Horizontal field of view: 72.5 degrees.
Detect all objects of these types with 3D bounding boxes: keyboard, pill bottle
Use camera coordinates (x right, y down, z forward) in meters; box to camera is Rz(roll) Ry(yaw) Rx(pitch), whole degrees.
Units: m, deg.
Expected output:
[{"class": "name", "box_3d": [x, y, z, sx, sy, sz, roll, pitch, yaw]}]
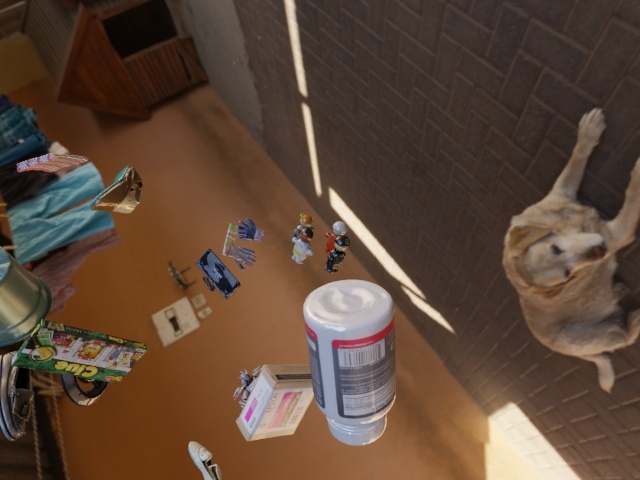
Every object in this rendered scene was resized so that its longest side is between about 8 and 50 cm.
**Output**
[{"class": "keyboard", "box_3d": [-0.370, 0.127, 1.552, 0.180, 0.108, 0.023, 47, -168, 12]}, {"class": "pill bottle", "box_3d": [0.066, 0.256, 0.895, 0.176, 0.176, 0.319, -137, 37, -58]}]

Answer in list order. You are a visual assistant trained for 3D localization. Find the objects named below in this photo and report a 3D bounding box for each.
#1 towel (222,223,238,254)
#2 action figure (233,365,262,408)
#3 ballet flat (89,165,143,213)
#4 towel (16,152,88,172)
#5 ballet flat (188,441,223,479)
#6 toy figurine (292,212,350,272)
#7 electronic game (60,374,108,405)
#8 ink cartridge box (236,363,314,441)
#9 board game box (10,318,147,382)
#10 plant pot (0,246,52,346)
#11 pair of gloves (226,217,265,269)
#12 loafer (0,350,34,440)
[{"class": "towel", "box_3d": [-0.428, 0.001, 2.093, 0.113, 0.023, 0.152, 48, -126, -82]}, {"class": "action figure", "box_3d": [-0.205, 0.595, 1.655, 0.285, 0.185, 0.099, 46, 147, 1]}, {"class": "ballet flat", "box_3d": [-0.739, -0.172, 1.636, 0.124, 0.116, 0.342, 48, -167, -24]}, {"class": "towel", "box_3d": [-0.956, -0.274, 1.562, 0.144, 0.197, 0.029, -16, -83, -68]}, {"class": "ballet flat", "box_3d": [-0.335, 0.669, 1.305, 0.168, 0.052, 0.057, 55, -170, 16]}, {"class": "toy figurine", "box_3d": [0.000, 0.000, 1.634, 0.213, 0.209, 0.148, -86, 14, -64]}, {"class": "electronic game", "box_3d": [-0.766, 0.422, 1.432, 0.229, 0.048, 0.229, -11, -90, -83]}, {"class": "ink cartridge box", "box_3d": [-0.131, 0.513, 1.393, 0.193, 0.235, 0.088, 12, -160, -42]}, {"class": "board game box", "box_3d": [-0.577, 0.277, 1.064, 0.259, 0.136, 0.030, 30, -160, -42]}, {"class": "plant pot", "box_3d": [-1.297, 0.195, 1.714, 0.341, 0.341, 0.334, 55, 152, 24]}, {"class": "pair of gloves", "box_3d": [-0.293, 0.017, 1.723, 0.023, 0.198, 0.159, 10, 169, 38]}, {"class": "loafer", "box_3d": [-0.857, 0.423, 1.236, 0.267, 0.084, 0.096, 54, 156, 33]}]
